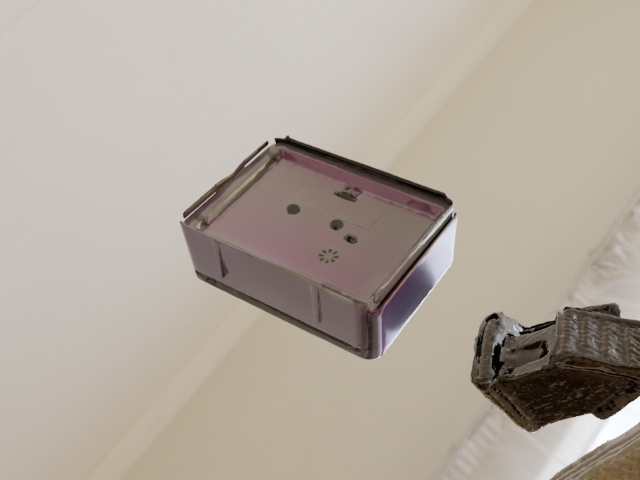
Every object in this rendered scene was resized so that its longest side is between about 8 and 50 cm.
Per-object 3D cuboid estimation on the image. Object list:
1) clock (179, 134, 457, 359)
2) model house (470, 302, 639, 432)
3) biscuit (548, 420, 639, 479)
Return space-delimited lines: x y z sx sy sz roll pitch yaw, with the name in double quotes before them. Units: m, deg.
"clock" -0.001 0.000 0.685 0.144 0.193 0.073 -46 -34 -34
"model house" 0.235 0.098 0.755 0.106 0.152 0.165 58 -150 -20
"biscuit" 0.368 0.289 0.934 0.078 0.144 0.426 -32 -14 -50
